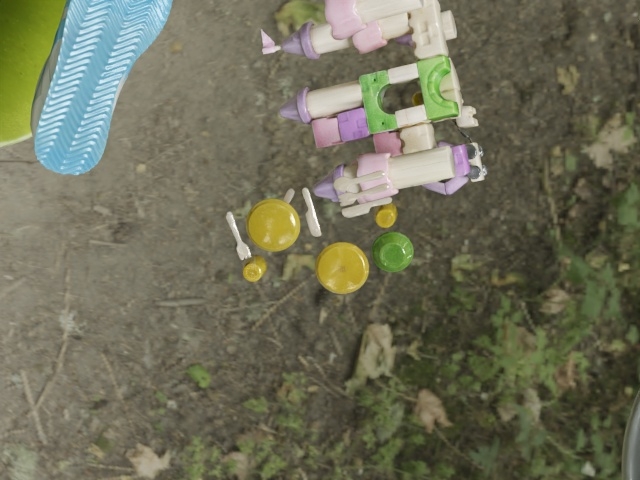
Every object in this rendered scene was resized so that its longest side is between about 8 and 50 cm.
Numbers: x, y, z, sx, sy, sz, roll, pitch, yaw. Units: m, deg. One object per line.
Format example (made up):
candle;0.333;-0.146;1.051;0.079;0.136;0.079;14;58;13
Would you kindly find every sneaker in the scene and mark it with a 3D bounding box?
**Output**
sneaker;-0.211;-0.179;0.849;0.087;0.092;0.229;21;104;-31

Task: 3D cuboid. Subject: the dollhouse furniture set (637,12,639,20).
dollhouse furniture set;0.500;-0.482;1.316;0.173;0.303;0.355;-40;73;-17

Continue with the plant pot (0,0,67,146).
plant pot;-0.425;-0.302;1.065;0.293;0.275;0.275;37;62;14

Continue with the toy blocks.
toy blocks;0.066;-0.190;1.313;0.309;0.260;0.289;-14;92;-70

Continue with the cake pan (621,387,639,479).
cake pan;0.384;0.179;0.737;0.054;0.293;0.293;27;76;-33

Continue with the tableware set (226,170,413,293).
tableware set;0.000;0.000;0.815;0.154;0.024;0.104;-16;104;7
